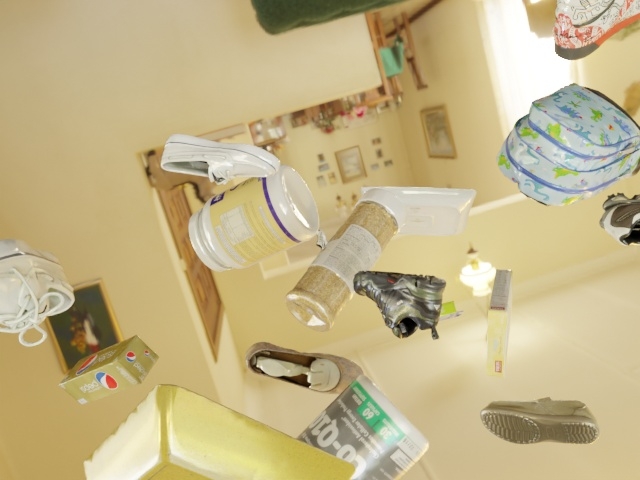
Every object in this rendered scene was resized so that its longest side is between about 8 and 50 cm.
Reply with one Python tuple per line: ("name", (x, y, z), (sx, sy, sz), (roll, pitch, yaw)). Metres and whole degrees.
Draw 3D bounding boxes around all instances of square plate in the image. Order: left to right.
("square plate", (0.313, -0.084, 1.826), (0.347, 0.049, 0.344), (2, 162, 9))

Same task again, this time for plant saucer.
("plant saucer", (-0.172, 0.381, 0.855), (0.333, 0.332, 0.081), (-45, -157, 35))

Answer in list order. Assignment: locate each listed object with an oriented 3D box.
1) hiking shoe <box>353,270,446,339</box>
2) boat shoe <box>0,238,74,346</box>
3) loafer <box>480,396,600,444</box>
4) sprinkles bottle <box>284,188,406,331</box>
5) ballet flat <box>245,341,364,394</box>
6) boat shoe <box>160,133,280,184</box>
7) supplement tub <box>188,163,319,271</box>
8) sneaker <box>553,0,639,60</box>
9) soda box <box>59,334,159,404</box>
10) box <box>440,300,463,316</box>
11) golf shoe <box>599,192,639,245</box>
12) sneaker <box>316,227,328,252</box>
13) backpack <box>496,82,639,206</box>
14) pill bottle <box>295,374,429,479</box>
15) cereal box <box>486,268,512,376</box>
("hiking shoe", (0.125, 0.113, 0.982), (0.086, 0.114, 0.227), (5, 177, -27))
("boat shoe", (-0.515, 0.103, 0.961), (0.136, 0.156, 0.367), (-35, 178, -10))
("loafer", (0.529, 0.432, 1.359), (0.268, 0.102, 0.092), (0, -154, 26))
("sprinkles bottle", (0.064, 0.036, 1.249), (0.121, 0.121, 0.355), (-4, -141, 47))
("ballet flat", (-0.046, 0.336, 1.430), (0.316, 0.107, 0.106), (8, 179, 8))
("boat shoe", (-0.220, -0.163, 1.224), (0.258, 0.084, 0.095), (9, 155, 8))
("supplement tub", (-0.198, -0.058, 1.663), (0.331, 0.241, 0.241), (-23, -172, 21))
("sneaker", (0.512, -0.446, 0.963), (0.270, 0.145, 0.090), (-40, -127, -6))
("soda box", (-0.359, 0.221, 0.948), (0.181, 0.058, 0.061), (-24, -156, 33))
("box", (0.346, 0.231, 1.735), (0.178, 0.042, 0.109), (-14, 162, 2))
("golf shoe", (0.481, -0.023, 0.736), (0.198, 0.077, 0.094), (-8, -151, 19))
("sneaker", (0.000, 0.000, 1.754), (0.037, 0.083, 0.032), (-21, 160, -11))
("backpack", (0.579, -0.225, 1.314), (0.355, 0.290, 0.273), (-30, 156, -20))
("pill bottle", (0.030, 0.468, 1.140), (0.361, 0.204, 0.204), (-44, -165, -6))
("cereal box", (0.438, 0.195, 1.360), (0.047, 0.173, 0.240), (3, -158, 20))
